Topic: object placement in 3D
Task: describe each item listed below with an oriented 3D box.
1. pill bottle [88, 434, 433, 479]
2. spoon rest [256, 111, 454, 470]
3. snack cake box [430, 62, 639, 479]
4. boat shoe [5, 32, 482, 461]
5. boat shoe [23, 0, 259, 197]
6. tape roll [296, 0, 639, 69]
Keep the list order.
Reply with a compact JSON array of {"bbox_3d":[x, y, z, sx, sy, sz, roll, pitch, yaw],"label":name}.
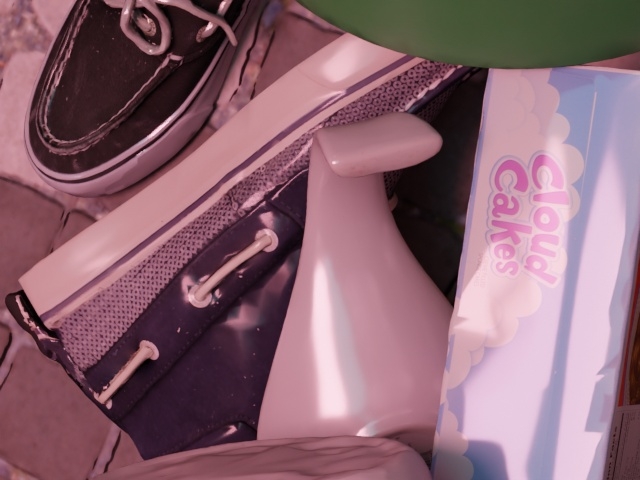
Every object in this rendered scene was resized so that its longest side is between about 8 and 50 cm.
[{"bbox_3d":[-0.016,0.250,0.881,0.169,0.169,0.301,-5,93,23],"label":"pill bottle"},{"bbox_3d":[0.029,0.049,0.997,0.137,0.276,0.084,-12,36,-12],"label":"spoon rest"},{"bbox_3d":[0.128,0.050,0.976,0.089,0.152,0.264,8,90,24],"label":"snack cake box"},{"bbox_3d":[0.000,0.000,1.067,0.340,0.127,0.158,-36,87,20],"label":"boat shoe"},{"bbox_3d":[-0.082,-0.154,1.105,0.306,0.105,0.113,-47,71,14],"label":"boat shoe"},{"bbox_3d":[0.100,-0.232,0.959,0.321,0.077,0.321,-3,58,4],"label":"tape roll"}]
